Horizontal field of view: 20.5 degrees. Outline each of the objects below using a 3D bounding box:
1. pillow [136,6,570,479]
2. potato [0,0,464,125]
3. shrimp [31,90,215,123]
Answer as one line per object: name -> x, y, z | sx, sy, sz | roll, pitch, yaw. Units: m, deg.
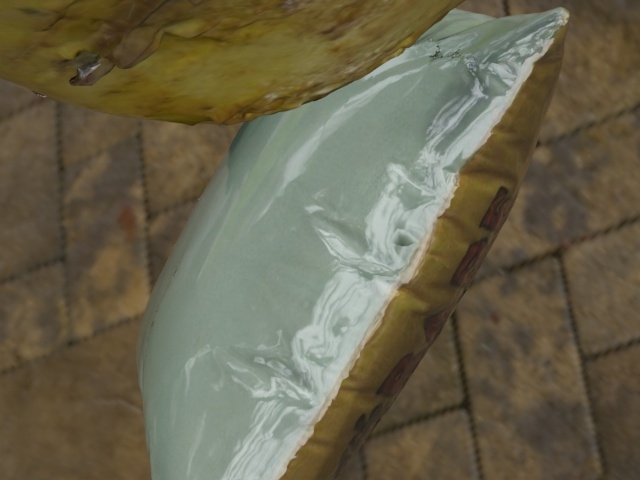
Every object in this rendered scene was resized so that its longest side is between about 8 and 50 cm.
pillow -> 0.000, 0.000, 0.893 | 0.310, 0.119, 0.312 | -56, 15, 7
potato -> -0.017, -0.106, 0.361 | 0.173, 0.300, 0.140 | -42, 83, 12
shrimp -> -0.121, -0.106, 1.087 | 0.217, 0.115, 0.051 | 2, 50, 21
